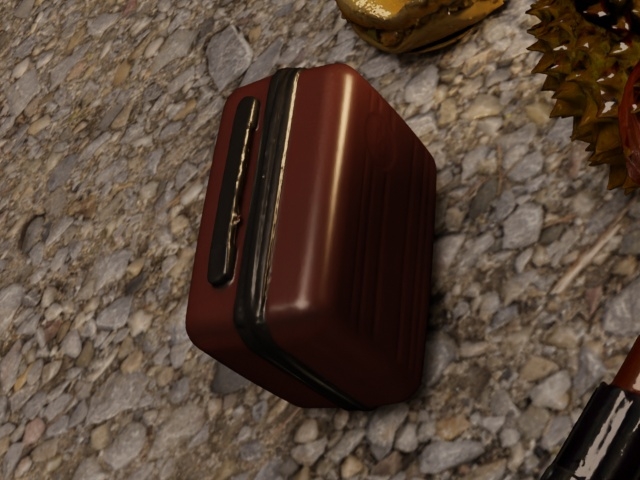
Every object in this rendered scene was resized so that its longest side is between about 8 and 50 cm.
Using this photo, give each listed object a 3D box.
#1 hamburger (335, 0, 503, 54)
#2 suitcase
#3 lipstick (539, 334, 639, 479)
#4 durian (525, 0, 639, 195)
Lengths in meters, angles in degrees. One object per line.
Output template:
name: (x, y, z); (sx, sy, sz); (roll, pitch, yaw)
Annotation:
hamburger: (0.111, -0.316, 1.181); (0.214, 0.108, 0.214); (-16, 57, 27)
suitcase: (0.000, 0.000, 0.985); (0.161, 0.236, 0.297); (-9, 59, 30)
lipstick: (0.209, 0.210, 0.826); (0.081, 0.081, 0.300); (24, 80, 40)
durian: (0.342, -0.181, 0.824); (0.347, 0.347, 0.384); (-43, 17, 5)
